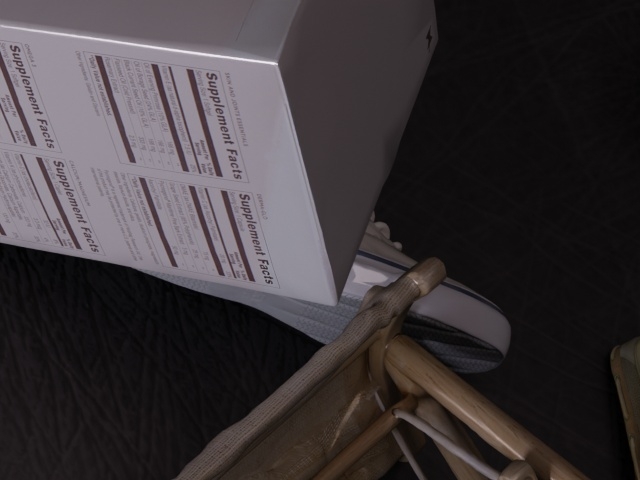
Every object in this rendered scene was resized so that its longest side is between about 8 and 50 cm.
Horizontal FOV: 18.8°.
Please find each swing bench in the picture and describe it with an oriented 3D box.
[{"bbox_3d":[0.030,0.192,1.019,0.253,0.165,0.255,-38,82,-32],"label":"swing bench"}]

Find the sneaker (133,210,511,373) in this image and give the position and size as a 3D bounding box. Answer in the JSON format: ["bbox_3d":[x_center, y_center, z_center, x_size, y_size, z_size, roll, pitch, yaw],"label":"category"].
[{"bbox_3d":[0.000,0.000,1.143,0.258,0.094,0.091,23,63,-12],"label":"sneaker"}]

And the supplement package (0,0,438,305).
[{"bbox_3d":[-0.096,-0.119,1.033,0.262,0.198,0.199,10,56,18],"label":"supplement package"}]

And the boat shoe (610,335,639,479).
[{"bbox_3d":[0.215,0.134,1.211,0.056,0.048,0.153,1,71,-38],"label":"boat shoe"}]
